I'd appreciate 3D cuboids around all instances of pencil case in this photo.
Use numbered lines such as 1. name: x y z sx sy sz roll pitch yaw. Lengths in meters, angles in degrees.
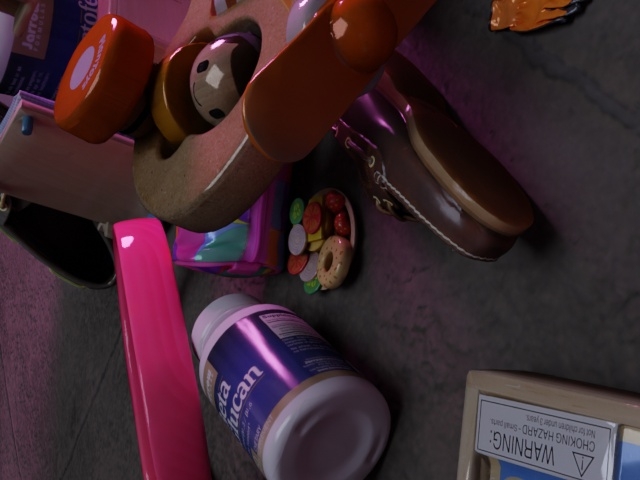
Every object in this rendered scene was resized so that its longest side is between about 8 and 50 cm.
1. pencil case: -0.066 -0.086 0.656 0.104 0.104 0.237 5 89 56

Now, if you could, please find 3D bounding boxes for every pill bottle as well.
1. pill bottle: -0.032 0.104 0.569 0.169 0.094 0.094 36 113 53
2. pill bottle: -0.320 -0.237 0.905 0.153 0.264 0.153 -15 72 54

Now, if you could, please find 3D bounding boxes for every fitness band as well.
1. fitness band: -0.145 0.116 0.703 0.209 0.054 0.291 104 152 -50

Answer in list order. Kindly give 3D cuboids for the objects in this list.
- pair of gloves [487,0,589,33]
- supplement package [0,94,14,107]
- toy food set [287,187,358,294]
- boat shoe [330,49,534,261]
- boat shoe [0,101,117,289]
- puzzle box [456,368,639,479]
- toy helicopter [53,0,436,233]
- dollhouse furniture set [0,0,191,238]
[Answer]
1. pair of gloves: 0.131 -0.164 0.459 0.074 0.010 0.083 14 94 56
2. supplement package: -0.444 -0.232 1.088 0.145 0.261 0.204 42 117 50
3. toy food set: 0.000 0.000 0.608 0.082 0.020 0.083 -14 73 54
4. boat shoe: 0.059 -0.049 0.489 0.073 0.073 0.207 -56 34 25
5. boat shoe: -0.339 -0.057 0.907 0.109 0.305 0.091 -44 35 -12
6. puzzle box: 0.195 0.208 0.254 0.409 0.052 0.272 1 85 56
7. toy helicopter: -0.010 -0.166 0.471 0.355 0.140 0.235 -61 34 3
8. dollhouse furniture set: -0.261 -0.170 0.802 0.303 0.286 0.198 -44 41 38
